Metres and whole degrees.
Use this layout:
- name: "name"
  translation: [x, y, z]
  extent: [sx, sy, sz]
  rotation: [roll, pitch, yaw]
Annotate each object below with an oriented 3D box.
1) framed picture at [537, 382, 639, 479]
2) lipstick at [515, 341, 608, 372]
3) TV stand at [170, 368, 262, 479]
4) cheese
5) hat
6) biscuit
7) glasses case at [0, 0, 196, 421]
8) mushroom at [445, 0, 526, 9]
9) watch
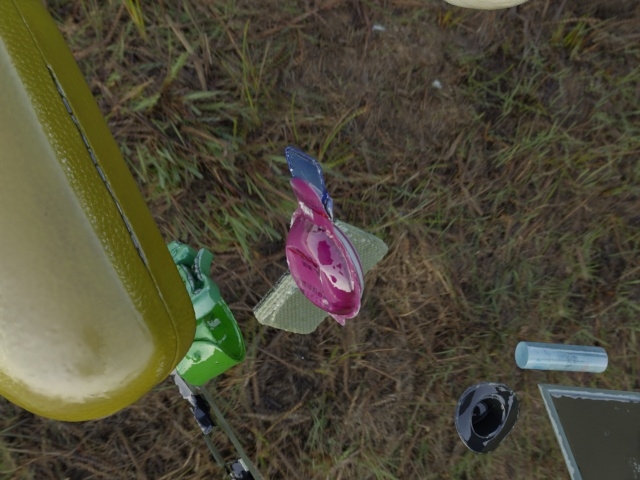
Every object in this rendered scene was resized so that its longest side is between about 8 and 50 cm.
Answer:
- name: "framed picture"
  translation: [0.472, 0.306, 1.042]
  extent: [0.273, 0.016, 0.216]
  rotation: [7, 37, -8]
- name: "lipstick"
  translation: [0.424, 0.205, 1.250]
  extent: [0.157, 0.048, 0.048]
  rotation: [6, 80, -14]
- name: "TV stand"
  translation: [-0.163, 0.284, 1.074]
  extent: [0.042, 0.036, 0.249]
  rotation: [-34, 81, 2]
- name: "cheese"
  translation: [0.000, 0.000, 0.866]
  extent: [0.062, 0.155, 0.244]
  rotation: [-27, 126, -24]
- name: "hat"
  translation: [0.245, 0.264, 1.078]
  extent: [0.121, 0.050, 0.121]
  rotation: [-2, 94, -25]
- name: "biscuit"
  translation: [0.002, 0.061, 1.072]
  extent: [0.199, 0.121, 0.041]
  rotation: [-49, 51, 17]
- name: "glasses case"
  translation: [-0.254, -0.026, 0.580]
  extent: [0.173, 0.141, 0.371]
  rotation: [-23, 96, 17]
- name: "mushroom"
  translation: [0.118, -0.247, 0.530]
  extent: [0.154, 0.154, 0.122]
  rotation: [35, 89, 4]
- name: "watch"
  translation: [-0.165, 0.099, 0.949]
  extent: [0.131, 0.152, 0.165]
  rotation: [-33, 41, 7]
